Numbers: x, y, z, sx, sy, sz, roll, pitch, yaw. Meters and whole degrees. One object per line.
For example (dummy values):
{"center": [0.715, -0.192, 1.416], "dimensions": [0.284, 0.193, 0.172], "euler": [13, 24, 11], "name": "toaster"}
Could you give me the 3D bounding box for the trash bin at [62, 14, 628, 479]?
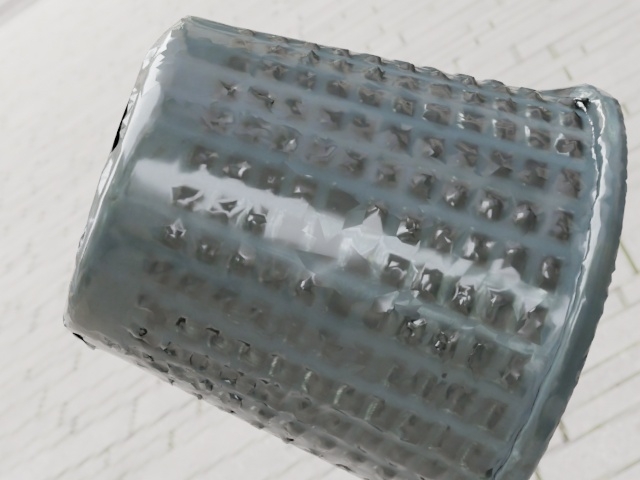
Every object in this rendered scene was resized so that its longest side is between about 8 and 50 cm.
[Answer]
{"center": [0.000, 0.000, 0.498], "dimensions": [0.175, 0.161, 0.175], "euler": [-160, 90, -84], "name": "trash bin"}
